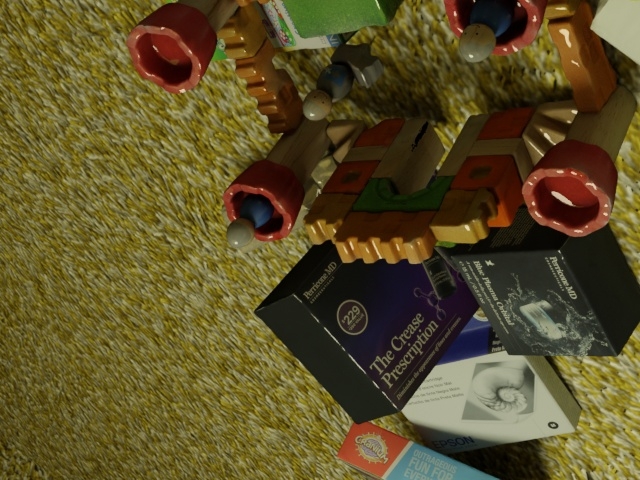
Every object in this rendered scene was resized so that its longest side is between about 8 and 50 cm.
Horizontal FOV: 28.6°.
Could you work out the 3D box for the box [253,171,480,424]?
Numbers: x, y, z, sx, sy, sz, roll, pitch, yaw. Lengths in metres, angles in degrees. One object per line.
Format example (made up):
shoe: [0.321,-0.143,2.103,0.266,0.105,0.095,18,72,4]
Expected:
box: [0.078,0.053,1.455,0.184,0.261,0.103,46,147,-8]

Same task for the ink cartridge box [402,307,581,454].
ink cartridge box: [0.188,0.179,1.623,0.223,0.045,0.224,-18,120,36]

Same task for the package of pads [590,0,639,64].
package of pads: [0.371,-0.213,0.987,0.229,0.101,0.296,38,147,6]

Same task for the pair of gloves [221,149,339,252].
pair of gloves: [0.000,0.000,1.612,0.204,0.042,0.240,-38,87,34]

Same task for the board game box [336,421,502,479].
board game box: [0.190,0.361,1.765,0.242,0.064,0.316,20,166,30]

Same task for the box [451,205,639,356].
box: [0.259,0.045,1.415,0.158,0.093,0.156,-5,125,48]

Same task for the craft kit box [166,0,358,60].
craft kit box: [-0.100,-0.322,1.398,0.247,0.061,0.250,0,129,43]

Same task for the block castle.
block castle: [0.055,-0.136,1.238,0.453,0.213,0.303,-1,132,35]
